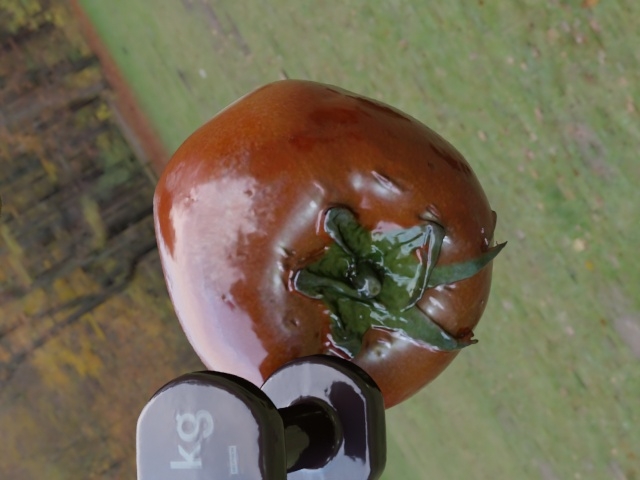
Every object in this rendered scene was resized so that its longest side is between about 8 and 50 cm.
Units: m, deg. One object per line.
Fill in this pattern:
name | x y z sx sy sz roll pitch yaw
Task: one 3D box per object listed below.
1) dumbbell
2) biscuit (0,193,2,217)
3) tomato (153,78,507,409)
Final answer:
dumbbell | -0.042 0.169 1.043 0.225 0.124 0.140 4 -96 -62
biscuit | -0.470 -0.076 1.432 0.269 0.051 0.376 53 -165 -33
tomato | 0.000 0.000 1.261 0.341 0.341 0.273 61 172 -26
